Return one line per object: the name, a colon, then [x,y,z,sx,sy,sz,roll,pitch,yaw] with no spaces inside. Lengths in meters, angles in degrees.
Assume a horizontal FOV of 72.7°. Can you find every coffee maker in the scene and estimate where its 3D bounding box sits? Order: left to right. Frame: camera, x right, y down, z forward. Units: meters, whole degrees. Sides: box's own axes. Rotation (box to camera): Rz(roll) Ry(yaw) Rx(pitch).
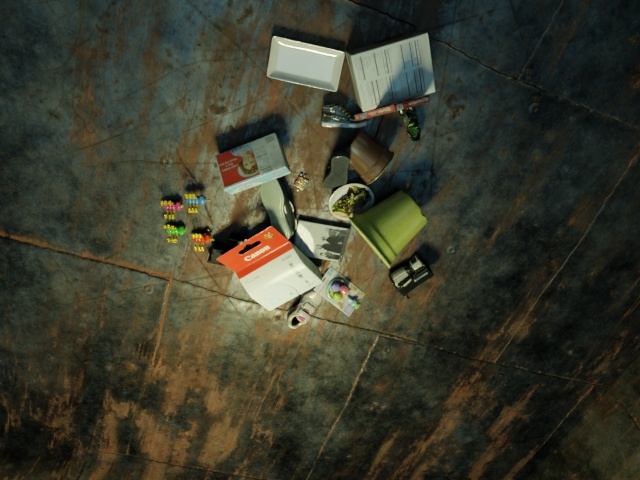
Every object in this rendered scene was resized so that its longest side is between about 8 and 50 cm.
coffee maker: [0.435,0.169,2.049,0.178,0.120,0.171,-36,138,16]

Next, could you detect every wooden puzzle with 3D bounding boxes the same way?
wooden puzzle: [-0.081,-0.245,1.844,0.049,0.006,0.083,28,113,-17]

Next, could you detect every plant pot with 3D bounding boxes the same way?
plant pot: [0.177,-0.339,1.732,0.165,0.167,0.167,38,110,-12]
plant pot: [0.300,-0.069,1.839,0.254,0.276,0.276,-40,114,4]

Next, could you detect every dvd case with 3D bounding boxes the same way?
dvd case: [0.000,0.000,1.968,0.238,0.030,0.179,10,117,-8]

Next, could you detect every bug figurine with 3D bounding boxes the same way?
bug figurine: [-0.569,-0.092,1.861,0.216,0.072,0.279,4,123,2]

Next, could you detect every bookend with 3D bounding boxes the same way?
bookend: [-0.412,0.031,1.935,0.157,0.072,0.156,10,118,-9]

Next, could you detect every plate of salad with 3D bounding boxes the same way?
plate of salad: [0.135,-0.157,1.861,0.199,0.048,0.200,-5,132,-5]

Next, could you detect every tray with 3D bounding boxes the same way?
tray: [-0.056,-0.655,1.613,0.270,0.030,0.145,9,118,-8]

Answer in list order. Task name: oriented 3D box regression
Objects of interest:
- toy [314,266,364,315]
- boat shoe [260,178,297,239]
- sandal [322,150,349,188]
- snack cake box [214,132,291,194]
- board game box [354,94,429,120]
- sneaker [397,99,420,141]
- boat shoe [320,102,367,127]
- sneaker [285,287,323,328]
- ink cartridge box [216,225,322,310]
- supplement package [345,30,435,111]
toy: [0.102,0.250,2.068,0.237,0.056,0.137,40,82,-24]
boat shoe: [-0.173,-0.149,1.847,0.114,0.091,0.303,9,124,27]
sandal: [0.070,-0.284,1.749,0.097,0.055,0.254,4,155,-10]
snack cake box: [-0.267,-0.300,1.717,0.264,0.089,0.152,-19,80,6]
board game box: [0.249,-0.475,1.568,0.145,0.281,0.027,-19,105,-19]
sneaker: [0.356,-0.473,1.707,0.067,0.078,0.188,-22,117,8]
boat shoe: [0.093,-0.487,1.691,0.183,0.065,0.083,0,120,-2]
sneaker: [-0.074,0.338,2.097,0.103,0.111,0.252,32,112,-18]
ink cartridge box: [-0.219,0.136,1.926,0.308,0.091,0.385,-29,135,16]
supplement package: [0.246,-0.610,1.558,0.262,0.199,0.198,-15,117,5]
